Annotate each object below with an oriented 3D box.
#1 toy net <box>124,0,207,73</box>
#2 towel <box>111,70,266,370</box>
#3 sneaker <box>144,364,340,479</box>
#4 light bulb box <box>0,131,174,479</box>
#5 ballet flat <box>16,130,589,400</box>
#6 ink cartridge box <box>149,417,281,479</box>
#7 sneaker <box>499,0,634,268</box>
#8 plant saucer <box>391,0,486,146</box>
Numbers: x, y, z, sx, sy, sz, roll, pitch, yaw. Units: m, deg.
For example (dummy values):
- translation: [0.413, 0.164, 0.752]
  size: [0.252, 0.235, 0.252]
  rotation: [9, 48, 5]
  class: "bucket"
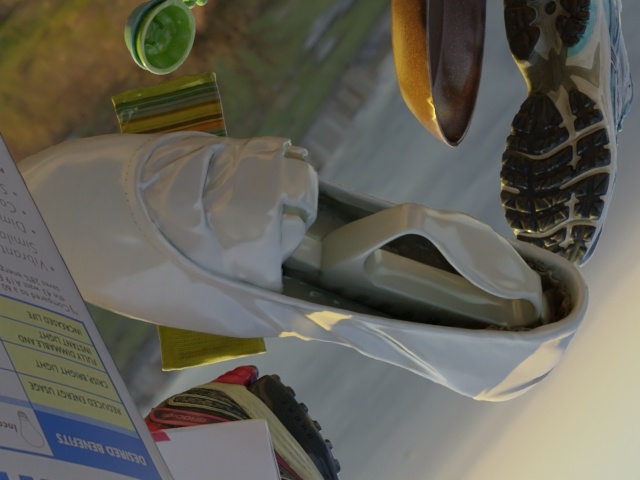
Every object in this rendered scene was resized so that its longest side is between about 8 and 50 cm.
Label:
- translation: [-0.156, -0.257, 1.560]
  size: [0.122, 0.045, 0.232]
  rotation: [-48, 140, -21]
  class: "toy net"
- translation: [-0.109, -0.016, 1.494]
  size: [0.102, 0.237, 0.021]
  rotation: [-13, 176, 31]
  class: "towel"
- translation: [-0.016, 0.219, 1.252]
  size: [0.112, 0.299, 0.121]
  rotation: [-19, 140, -41]
  class: "sneaker"
- translation: [-0.297, 0.074, 0.861]
  size: [0.358, 0.361, 0.225]
  rotation: [19, 120, -46]
  class: "light bulb box"
- translation: [0.000, 0.000, 1.154]
  size: [0.139, 0.400, 0.139]
  rotation: [-45, -145, 46]
  class: "ballet flat"
- translation: [-0.187, 0.208, 1.165]
  size: [0.283, 0.117, 0.207]
  rotation: [-22, 167, 39]
  class: "ink cartridge box"
- translation: [0.236, -0.110, 1.606]
  size: [0.122, 0.110, 0.283]
  rotation: [11, 80, -51]
  class: "sneaker"
- translation: [0.085, -0.167, 1.318]
  size: [0.198, 0.036, 0.198]
  rotation: [2, 90, -74]
  class: "plant saucer"
